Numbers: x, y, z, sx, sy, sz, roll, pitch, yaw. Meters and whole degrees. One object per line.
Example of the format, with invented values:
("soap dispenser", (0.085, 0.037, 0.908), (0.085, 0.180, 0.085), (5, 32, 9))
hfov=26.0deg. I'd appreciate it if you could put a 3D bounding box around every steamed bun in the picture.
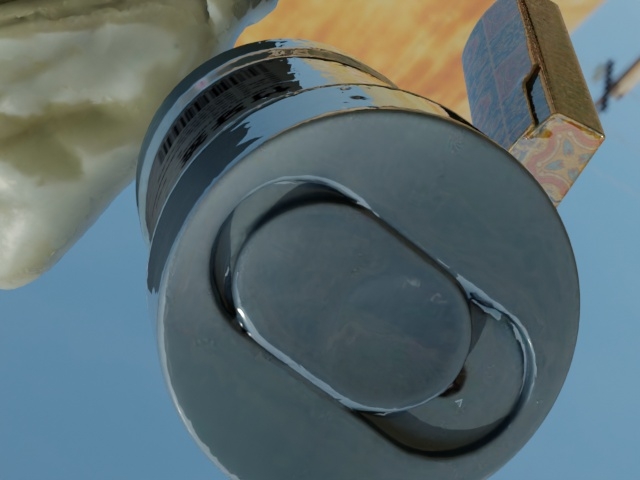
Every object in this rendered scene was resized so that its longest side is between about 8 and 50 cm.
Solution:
("steamed bun", (-0.212, -0.177, 0.901), (0.255, 0.368, 0.342), (38, 179, -34))

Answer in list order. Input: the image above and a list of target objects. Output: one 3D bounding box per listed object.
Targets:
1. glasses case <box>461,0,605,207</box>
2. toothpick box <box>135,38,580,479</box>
("glasses case", (0.136, -0.098, 0.930), (0.049, 0.075, 0.218), (24, -152, -13))
("toothpick box", (0.000, 0.000, 0.386), (0.101, 0.101, 0.153), (30, -172, -16))
